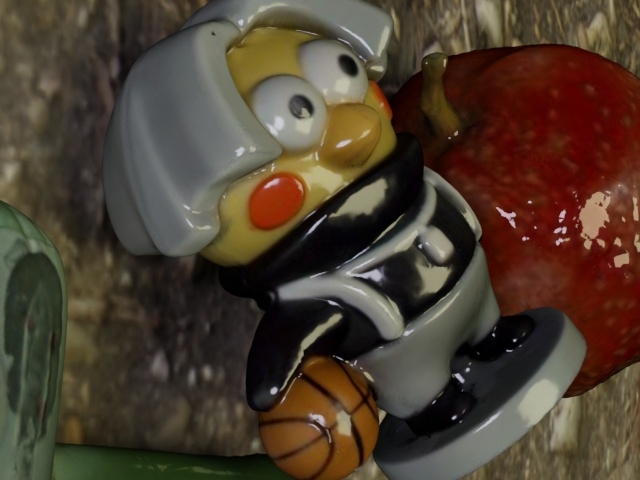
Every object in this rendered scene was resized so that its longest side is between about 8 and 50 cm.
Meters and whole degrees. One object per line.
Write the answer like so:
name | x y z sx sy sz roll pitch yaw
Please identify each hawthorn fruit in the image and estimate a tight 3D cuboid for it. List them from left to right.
hawthorn fruit | 0.111 -0.025 0.769 0.253 0.205 0.205 43 56 -38

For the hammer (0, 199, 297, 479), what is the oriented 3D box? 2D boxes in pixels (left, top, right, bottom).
hammer | -0.100 0.104 0.548 0.335 0.119 0.206 24 71 -59

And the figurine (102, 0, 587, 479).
figurine | 0.000 0.000 0.619 0.236 0.133 0.176 53 51 -9
